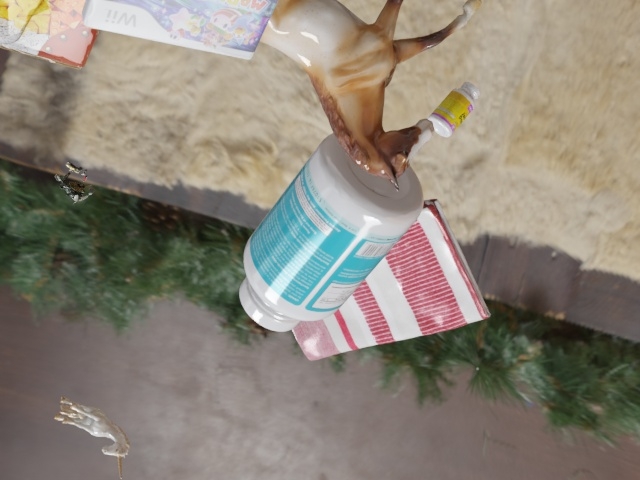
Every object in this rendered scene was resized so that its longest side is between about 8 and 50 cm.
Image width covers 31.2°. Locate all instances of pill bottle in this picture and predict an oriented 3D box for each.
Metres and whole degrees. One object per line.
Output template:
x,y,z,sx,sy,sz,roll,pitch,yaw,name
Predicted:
0.000,0.000,1.408,0.146,0.146,0.264,47,127,10,pill bottle
0.200,-0.196,1.702,0.043,0.043,0.083,39,77,10,pill bottle

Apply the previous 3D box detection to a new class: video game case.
-0.050,-0.140,0.521,0.087,0.122,0.011,7,44,-26,video game case

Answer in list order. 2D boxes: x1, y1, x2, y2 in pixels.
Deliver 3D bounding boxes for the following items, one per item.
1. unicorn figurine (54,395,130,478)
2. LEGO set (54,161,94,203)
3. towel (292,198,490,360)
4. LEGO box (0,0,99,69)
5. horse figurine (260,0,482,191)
-0.362,0.296,1.830,0.111,0.162,0.060,28,99,-24,unicorn figurine
-0.329,-0.073,1.530,0.054,0.083,0.023,34,112,-8,LEGO set
0.076,0.070,1.821,0.329,0.037,0.237,-15,118,26,towel
-0.329,-0.520,1.432,0.193,0.500,0.372,14,129,-22,LEGO box
0.006,-0.184,0.873,0.263,0.066,0.174,40,81,-12,horse figurine
